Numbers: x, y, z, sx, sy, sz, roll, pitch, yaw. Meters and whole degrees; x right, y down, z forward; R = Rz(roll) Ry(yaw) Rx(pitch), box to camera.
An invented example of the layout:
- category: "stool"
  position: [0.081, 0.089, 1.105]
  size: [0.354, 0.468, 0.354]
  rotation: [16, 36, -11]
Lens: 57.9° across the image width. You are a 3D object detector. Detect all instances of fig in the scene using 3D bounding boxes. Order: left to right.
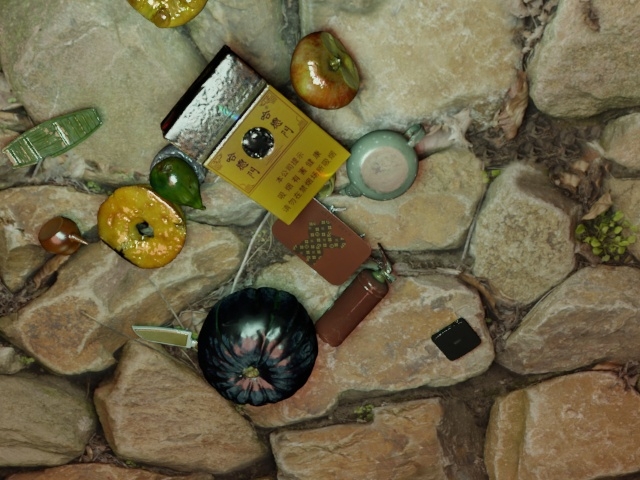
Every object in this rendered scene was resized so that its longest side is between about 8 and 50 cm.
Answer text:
- category: "fig"
  position: [-0.357, -0.131, 1.494]
  size: [0.117, 0.117, 0.177]
  rotation: [-29, 120, 12]

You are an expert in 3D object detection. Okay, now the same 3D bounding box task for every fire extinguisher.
- category: "fire extinguisher"
  position: [0.104, 0.158, 1.741]
  size: [0.147, 0.106, 0.337]
  rotation: [41, 108, 7]

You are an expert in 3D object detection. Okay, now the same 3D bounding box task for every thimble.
- category: "thimble"
  position: [-0.384, -0.190, 1.572]
  size: [0.150, 0.098, 0.150]
  rotation: [0, 114, 1]

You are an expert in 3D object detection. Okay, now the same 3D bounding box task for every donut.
- category: "donut"
  position: [-0.495, -0.043, 1.629]
  size: [0.254, 0.118, 0.253]
  rotation: [-1, 117, -2]
- category: "donut"
  position: [-0.365, -0.622, 1.366]
  size: [0.227, 0.114, 0.226]
  rotation: [0, 114, 0]

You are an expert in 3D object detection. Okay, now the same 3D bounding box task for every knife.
- category: "knife"
  position: [-0.425, 0.311, 1.838]
  size: [0.343, 0.027, 0.061]
  rotation: [11, 115, -8]

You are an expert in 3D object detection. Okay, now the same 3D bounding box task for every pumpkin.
- category: "pumpkin"
  position: [-0.183, 0.317, 1.711]
  size: [0.364, 0.266, 0.363]
  rotation: [0, 114, 1]

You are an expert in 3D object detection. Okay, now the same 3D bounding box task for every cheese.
- category: "cheese"
  position: [0.021, -0.156, 1.616]
  size: [0.041, 0.060, 0.084]
  rotation: [20, 120, -10]

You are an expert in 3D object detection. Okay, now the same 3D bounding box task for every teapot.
- category: "teapot"
  position: [-0.737, -0.004, 1.658]
  size: [0.173, 0.116, 0.116]
  rotation: [-2, 118, 30]
- category: "teapot"
  position: [0.166, -0.205, 1.557]
  size: [0.294, 0.129, 0.193]
  rotation: [-43, 108, 15]

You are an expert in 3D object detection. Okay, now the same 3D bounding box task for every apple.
- category: "apple"
  position: [0.006, -0.413, 1.433]
  size: [0.160, 0.173, 0.195]
  rotation: [-35, 106, 12]

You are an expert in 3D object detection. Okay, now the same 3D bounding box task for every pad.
- category: "pad"
  position: [0.000, 0.000, 1.652]
  size: [0.267, 0.004, 0.181]
  rotation: [40, 117, -3]

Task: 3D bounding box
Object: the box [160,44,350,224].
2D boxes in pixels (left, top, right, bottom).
- category: "box"
  position: [-0.162, -0.257, 1.469]
  size: [0.415, 0.116, 0.264]
  rotation: [37, 102, -30]

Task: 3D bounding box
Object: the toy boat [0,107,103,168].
- category: "toy boat"
  position: [-0.709, -0.278, 1.552]
  size: [0.293, 0.055, 0.093]
  rotation: [-22, 112, 10]

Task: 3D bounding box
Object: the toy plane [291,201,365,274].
- category: "toy plane"
  position: [0.010, -0.004, 1.682]
  size: [0.226, 0.058, 0.226]
  rotation: [12, 117, -7]

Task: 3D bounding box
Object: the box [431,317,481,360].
- category: "box"
  position: [0.436, 0.318, 1.853]
  size: [0.126, 0.027, 0.125]
  rotation: [-36, 113, 13]
